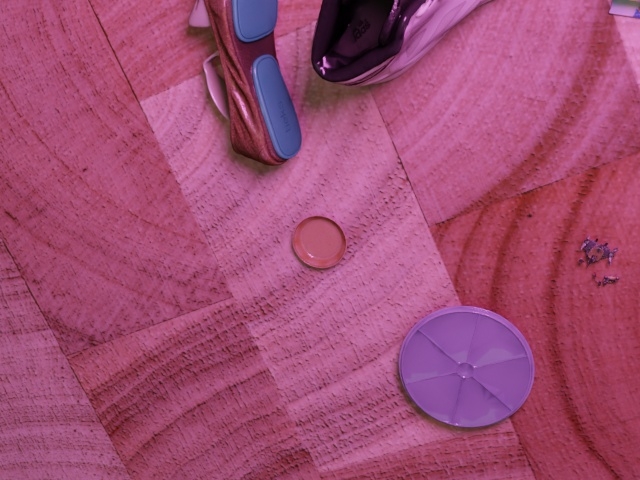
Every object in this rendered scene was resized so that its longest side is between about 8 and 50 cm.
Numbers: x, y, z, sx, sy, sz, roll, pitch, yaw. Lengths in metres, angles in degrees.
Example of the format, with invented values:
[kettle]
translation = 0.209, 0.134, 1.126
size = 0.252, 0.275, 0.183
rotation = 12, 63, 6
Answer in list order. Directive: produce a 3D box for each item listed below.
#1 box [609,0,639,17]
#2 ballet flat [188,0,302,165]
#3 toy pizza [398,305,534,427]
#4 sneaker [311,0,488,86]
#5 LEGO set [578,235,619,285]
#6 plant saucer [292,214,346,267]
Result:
[box]
translation = 0.429, -0.359, 1.116
size = 0.109, 0.042, 0.178
rotation = 12, 111, 10
[ballet flat]
translation = -0.114, -0.268, 1.259
size = 0.124, 0.116, 0.342
rotation = 3, 115, 33
[toy pizza]
translation = 0.218, 0.188, 1.367
size = 0.201, 0.032, 0.201
rotation = 4, 110, 11
[sneaker]
translation = 0.163, -0.332, 1.073
size = 0.169, 0.257, 0.447
rotation = 45, 113, -4
[LEGO set]
translation = 0.389, 0.024, 1.276
size = 0.054, 0.023, 0.083
rotation = -3, 122, 17
[plant saucer]
translation = 0.000, 0.000, 1.362
size = 0.083, 0.015, 0.083
rotation = 5, 110, 13
